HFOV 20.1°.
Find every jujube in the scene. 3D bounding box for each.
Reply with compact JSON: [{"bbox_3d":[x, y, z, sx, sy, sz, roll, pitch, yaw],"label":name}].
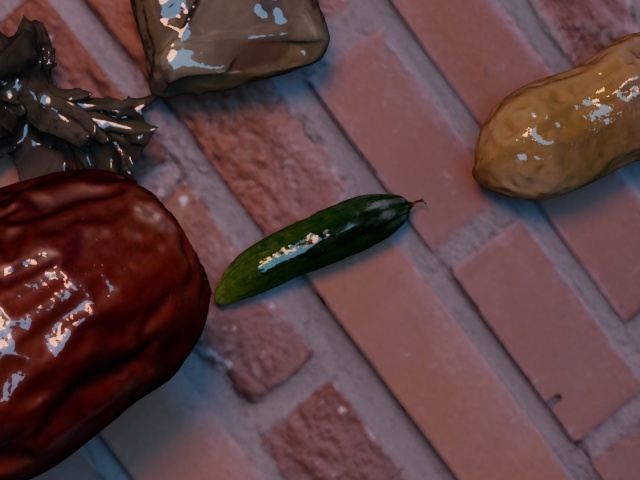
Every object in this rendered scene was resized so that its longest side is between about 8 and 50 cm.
[{"bbox_3d":[-0.194,0.055,1.122,0.243,0.183,0.183,-34,92,-12],"label":"jujube"}]

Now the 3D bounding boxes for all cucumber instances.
[{"bbox_3d":[0.000,0.000,1.249,0.168,0.039,0.039,-24,89,-12],"label":"cucumber"}]

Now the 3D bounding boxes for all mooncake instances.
[{"bbox_3d":[-0.065,-0.164,1.234,0.130,0.073,0.125,-9,87,-16],"label":"mooncake"}]

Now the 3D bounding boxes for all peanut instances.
[{"bbox_3d":[0.203,-0.092,1.284,0.214,0.099,0.100,-22,89,-9],"label":"peanut"}]

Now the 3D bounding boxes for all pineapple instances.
[{"bbox_3d":[-0.224,-0.110,1.185,0.251,0.125,0.125,32,78,-18],"label":"pineapple"}]
